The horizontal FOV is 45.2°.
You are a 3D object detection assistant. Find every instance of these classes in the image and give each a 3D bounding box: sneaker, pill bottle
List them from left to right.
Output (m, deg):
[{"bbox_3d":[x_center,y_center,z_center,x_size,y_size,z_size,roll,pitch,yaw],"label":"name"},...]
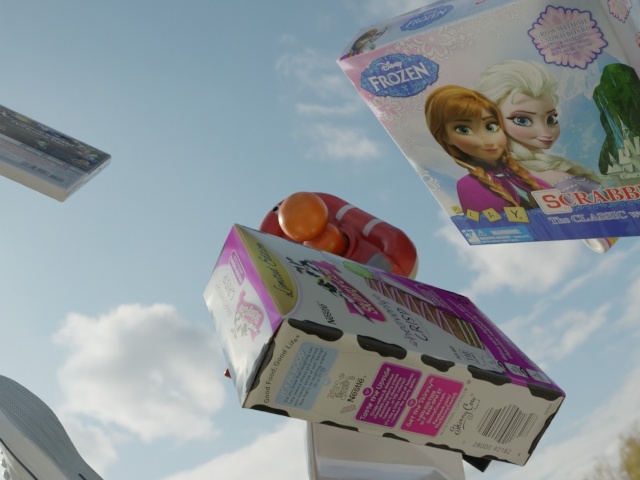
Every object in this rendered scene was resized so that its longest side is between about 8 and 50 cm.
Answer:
[{"bbox_3d":[-0.343,0.279,0.924,0.091,0.258,0.094,-43,-9,6],"label":"sneaker"},{"bbox_3d":[0.399,-0.024,1.052,0.083,0.043,0.043,-44,-31,-9],"label":"pill bottle"}]

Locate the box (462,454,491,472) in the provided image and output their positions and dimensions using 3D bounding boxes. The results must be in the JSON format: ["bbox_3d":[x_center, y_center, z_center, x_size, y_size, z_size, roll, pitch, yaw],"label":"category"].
[{"bbox_3d":[0.213,0.283,1.401,0.103,0.261,0.184,-60,-12,12],"label":"box"}]

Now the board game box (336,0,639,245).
[{"bbox_3d":[0.224,-0.127,0.839,0.319,0.066,0.318,-5,-47,49],"label":"board game box"}]

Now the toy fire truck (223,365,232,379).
[{"bbox_3d":[-0.115,0.139,1.702,0.169,0.254,0.302,27,-59,-7],"label":"toy fire truck"}]

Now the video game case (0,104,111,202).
[{"bbox_3d":[-0.392,-0.122,1.015,0.190,0.173,0.022,24,-69,-5],"label":"video game case"}]

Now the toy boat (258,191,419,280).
[{"bbox_3d":[0.000,0.000,0.941,0.151,0.231,0.151,-44,-52,-12],"label":"toy boat"}]

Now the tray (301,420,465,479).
[{"bbox_3d":[0.059,0.170,0.742,0.030,0.145,0.270,-19,-26,32],"label":"tray"}]

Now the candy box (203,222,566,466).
[{"bbox_3d":[0.042,0.076,0.578,0.233,0.159,0.071,17,-73,-25],"label":"candy box"}]
